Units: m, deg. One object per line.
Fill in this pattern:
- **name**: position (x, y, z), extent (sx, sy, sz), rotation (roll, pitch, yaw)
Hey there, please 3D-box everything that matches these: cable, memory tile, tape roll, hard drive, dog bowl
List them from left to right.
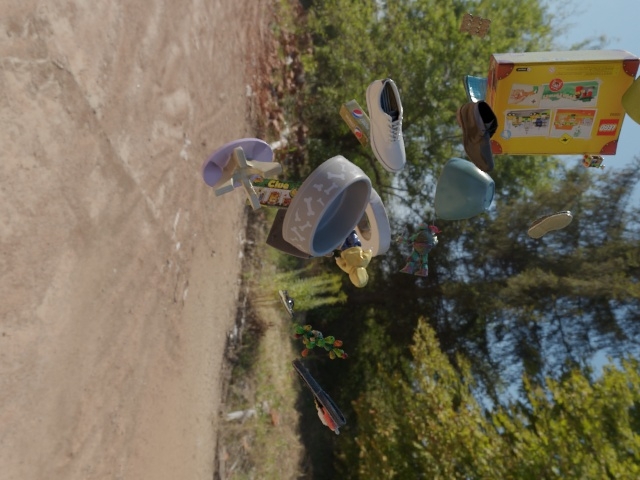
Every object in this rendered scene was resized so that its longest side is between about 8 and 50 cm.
- **hard drive**: position (-0.097, -0.026, 1.898), extent (0.054, 0.255, 0.172), rotation (24, 85, -49)
- **cable**: position (-0.012, 0.505, 1.518), extent (0.287, 0.072, 0.139), rotation (55, -9, -24)
- **dog bowl**: position (0.034, -0.098, 1.543), extent (0.102, 0.349, 0.348), rotation (37, -16, 22)
- **tape roll**: position (0.250, -0.107, 2.537), extent (0.392, 0.072, 0.391), rotation (163, -90, -76)
- **memory tile**: position (0.608, -0.846, 1.881), extent (0.148, 0.113, 0.012), rotation (7, 102, -82)

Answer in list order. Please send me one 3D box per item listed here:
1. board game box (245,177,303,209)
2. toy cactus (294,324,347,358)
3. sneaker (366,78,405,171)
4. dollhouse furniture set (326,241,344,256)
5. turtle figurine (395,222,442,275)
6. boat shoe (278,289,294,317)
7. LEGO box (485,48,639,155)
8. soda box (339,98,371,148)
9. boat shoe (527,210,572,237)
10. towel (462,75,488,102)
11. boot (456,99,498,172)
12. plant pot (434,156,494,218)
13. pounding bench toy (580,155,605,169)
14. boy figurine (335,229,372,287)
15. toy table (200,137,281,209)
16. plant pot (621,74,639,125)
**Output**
- **board game box**: position (-0.189, -0.203, 2.088), extent (0.030, 0.260, 0.136), rotation (65, 38, -56)
- **toy cactus**: position (-0.009, 0.392, 1.843), extent (0.180, 0.219, 0.112), rotation (-172, -78, -79)
- **sneaker**: position (0.185, -0.315, 1.316), extent (0.091, 0.094, 0.258), rotation (-167, -121, -73)
- **dollhouse furniture set**: position (0.000, 0.000, 2.118), extent (0.144, 0.123, 0.151), rotation (-58, 138, -22)
- **turtle figurine**: position (0.382, 0.017, 1.858), extent (0.118, 0.175, 0.234), rotation (163, -62, -82)
- **boat shoe**: position (-0.130, 0.251, 1.946), extent (0.152, 0.049, 0.056), rotation (-123, -163, -45)
- **LEGO box**: position (0.932, -0.548, 1.917), extent (0.193, 0.500, 0.372), rotation (-71, 161, -55)
- **soda box**: position (0.147, -0.441, 1.804), extent (0.181, 0.058, 0.061), rotation (57, -21, 14)
- **boat shoe**: position (1.030, -0.085, 2.147), extent (0.068, 0.081, 0.228), rotation (-58, -171, -31)
- **towel**: position (0.839, -0.633, 2.296), extent (0.040, 0.272, 0.370), rotation (117, -29, -64)
- **boot**: position (0.474, -0.306, 1.405), extent (0.219, 0.082, 0.106), rotation (66, -10, -3)
- **plant pot**: position (0.670, -0.220, 2.167), extent (0.290, 0.195, 0.290), rotation (-28, 125, -48)
- **pounding bench toy**: position (1.186, -0.340, 2.077), extent (0.083, 0.065, 0.052), rotation (-104, -163, -48)
- **boy figurine**: position (0.160, 0.083, 2.182), extent (0.092, 0.177, 0.285), rotation (60, 10, -55)
- **toy table**: position (-0.279, -0.250, 1.716), extent (0.161, 0.274, 0.252), rotation (51, -9, 47)
- **plant pot**: position (1.113, -0.503, 1.421), extent (0.293, 0.275, 0.274), rotation (92, -4, -51)
